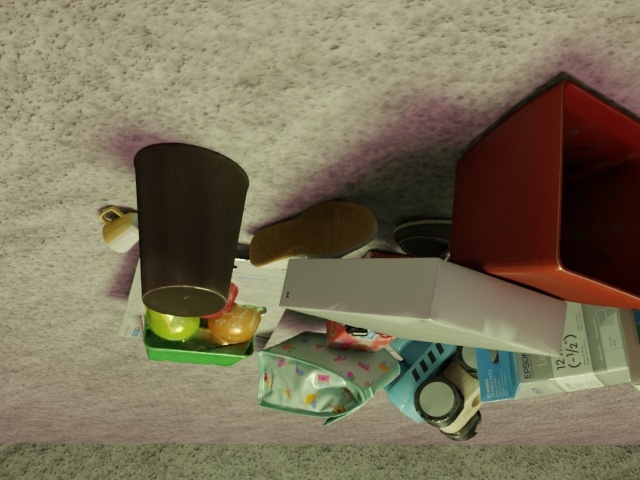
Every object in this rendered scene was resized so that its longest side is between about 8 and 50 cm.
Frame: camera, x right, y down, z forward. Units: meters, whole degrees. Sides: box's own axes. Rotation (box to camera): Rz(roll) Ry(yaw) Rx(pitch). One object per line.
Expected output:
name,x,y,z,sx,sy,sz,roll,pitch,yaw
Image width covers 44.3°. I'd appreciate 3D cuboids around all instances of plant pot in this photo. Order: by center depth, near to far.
plant pot,0.342,-0.042,1.174,0.267,0.267,0.236,18,161,-34

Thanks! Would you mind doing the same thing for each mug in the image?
mug,-0.346,-0.021,1.386,0.064,0.062,0.078,-29,150,31

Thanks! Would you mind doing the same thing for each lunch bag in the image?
lunch bag,0.025,0.302,1.745,0.262,0.160,0.223,6,-170,26

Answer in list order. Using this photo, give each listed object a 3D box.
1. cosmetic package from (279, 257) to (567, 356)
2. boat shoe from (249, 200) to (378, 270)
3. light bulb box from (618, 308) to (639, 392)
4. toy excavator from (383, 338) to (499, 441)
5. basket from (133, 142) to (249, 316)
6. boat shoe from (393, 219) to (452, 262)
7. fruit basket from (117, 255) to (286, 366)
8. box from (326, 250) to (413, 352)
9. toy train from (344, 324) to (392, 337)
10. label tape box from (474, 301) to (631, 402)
cosmetic package,0.154,0.104,1.276,0.285,0.097,0.377,16,170,-35
boat shoe,0.000,0.000,1.407,0.277,0.098,0.096,-12,155,38
light bulb box,0.653,0.109,1.313,0.225,0.360,0.358,-19,142,32
toy excavator,0.191,0.305,1.921,0.433,0.445,0.222,-47,145,-1
basket,-0.204,-0.007,1.227,0.154,0.226,0.204,-22,148,36
boat shoe,0.291,0.038,1.486,0.335,0.095,0.112,12,151,-25
fruit basket,-0.232,0.122,1.624,0.327,0.165,0.353,7,137,-17
box,0.109,0.133,1.638,0.123,0.128,0.257,8,153,-19
toy train,0.126,0.172,1.528,0.158,0.036,0.027,1,153,-4
label tape box,0.464,0.178,1.603,0.348,0.249,0.115,-14,151,25
